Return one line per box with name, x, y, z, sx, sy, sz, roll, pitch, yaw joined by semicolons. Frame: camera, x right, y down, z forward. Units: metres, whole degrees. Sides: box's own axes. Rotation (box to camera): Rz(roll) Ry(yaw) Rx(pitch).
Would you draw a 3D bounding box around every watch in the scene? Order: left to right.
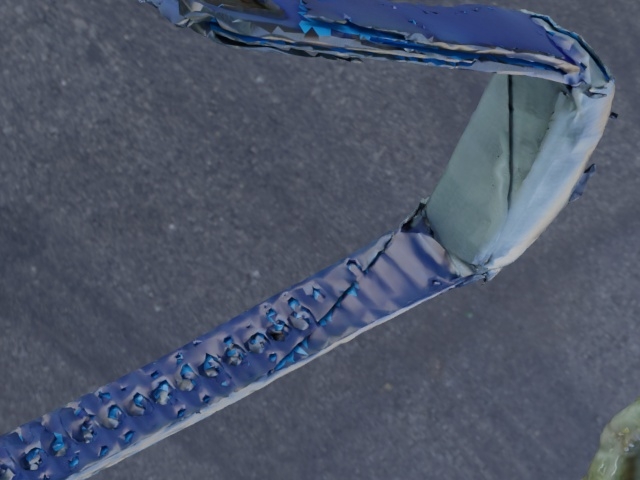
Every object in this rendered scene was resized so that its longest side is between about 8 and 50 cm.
watch;-0.001;0.008;0.487;0.274;0.068;0.276;-10;140;-44

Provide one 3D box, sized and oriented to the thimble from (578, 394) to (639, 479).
thimble;0.199;0.120;0.417;0.143;0.190;0.138;9;75;-22
